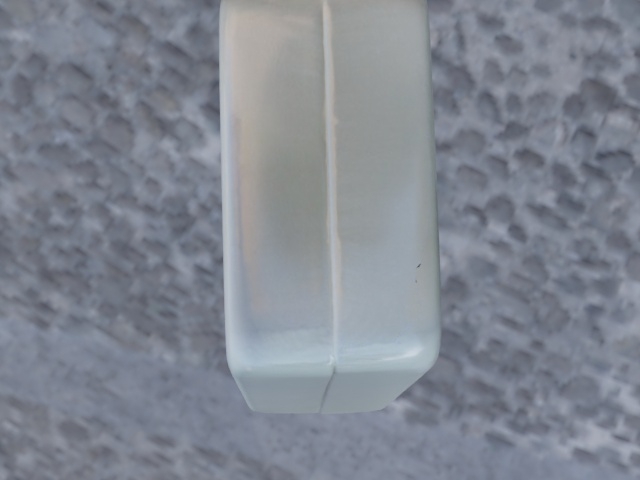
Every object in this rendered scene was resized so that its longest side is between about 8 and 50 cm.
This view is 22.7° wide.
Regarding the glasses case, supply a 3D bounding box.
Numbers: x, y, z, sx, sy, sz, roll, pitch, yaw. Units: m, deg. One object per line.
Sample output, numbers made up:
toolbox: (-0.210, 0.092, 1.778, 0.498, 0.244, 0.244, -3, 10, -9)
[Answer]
glasses case: (0.000, 0.000, 0.647, 0.070, 0.131, 0.313, -1, 171, -1)
